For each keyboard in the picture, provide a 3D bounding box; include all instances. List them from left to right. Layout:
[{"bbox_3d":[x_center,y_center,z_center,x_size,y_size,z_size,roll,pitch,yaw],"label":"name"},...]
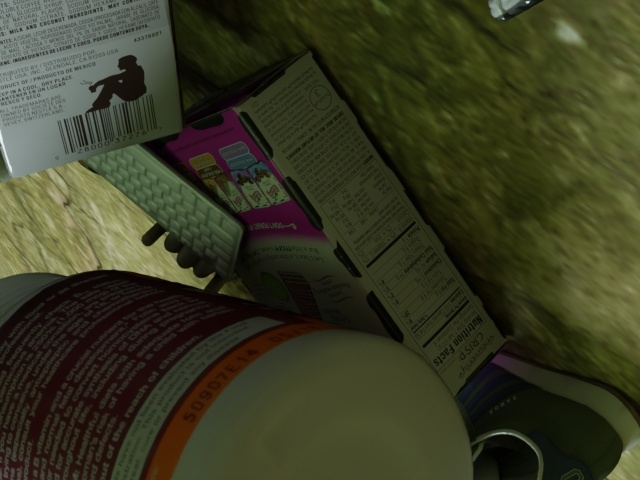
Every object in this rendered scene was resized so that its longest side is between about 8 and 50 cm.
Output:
[{"bbox_3d":[-0.153,-0.068,0.818,0.256,0.014,0.072,39,155,12],"label":"keyboard"}]

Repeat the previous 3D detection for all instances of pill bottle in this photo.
[{"bbox_3d":[-0.109,0.139,0.800,0.392,0.224,0.224,10,136,49],"label":"pill bottle"}]

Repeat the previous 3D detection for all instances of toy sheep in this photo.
[{"bbox_3d":[-0.076,-0.008,0.886,0.132,0.091,0.091,44,156,-6],"label":"toy sheep"}]

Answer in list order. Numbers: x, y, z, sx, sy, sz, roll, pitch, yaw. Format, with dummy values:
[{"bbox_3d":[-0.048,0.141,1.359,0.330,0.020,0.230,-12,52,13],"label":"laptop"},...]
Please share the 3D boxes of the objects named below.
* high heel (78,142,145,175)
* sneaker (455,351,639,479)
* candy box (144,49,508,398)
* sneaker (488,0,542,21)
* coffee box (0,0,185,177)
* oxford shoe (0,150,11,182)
[{"bbox_3d":[-0.180,-0.152,0.866,0.186,0.093,0.261,31,150,11],"label":"high heel"},{"bbox_3d":[0.111,0.123,0.766,0.192,0.086,0.064,8,134,55],"label":"sneaker"},{"bbox_3d":[0.000,0.000,0.788,0.233,0.071,0.159,56,154,-14],"label":"candy box"},{"bbox_3d":[0.098,-0.153,0.396,0.094,0.081,0.208,61,151,0],"label":"sneaker"},{"bbox_3d":[-0.162,-0.197,0.644,0.297,0.119,0.168,92,157,-56],"label":"coffee box"},{"bbox_3d":[-0.396,-0.143,1.020,0.449,0.130,0.169,38,164,46],"label":"oxford shoe"}]
